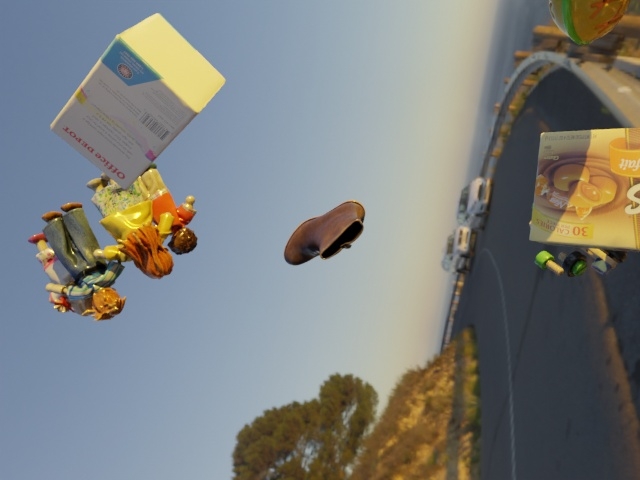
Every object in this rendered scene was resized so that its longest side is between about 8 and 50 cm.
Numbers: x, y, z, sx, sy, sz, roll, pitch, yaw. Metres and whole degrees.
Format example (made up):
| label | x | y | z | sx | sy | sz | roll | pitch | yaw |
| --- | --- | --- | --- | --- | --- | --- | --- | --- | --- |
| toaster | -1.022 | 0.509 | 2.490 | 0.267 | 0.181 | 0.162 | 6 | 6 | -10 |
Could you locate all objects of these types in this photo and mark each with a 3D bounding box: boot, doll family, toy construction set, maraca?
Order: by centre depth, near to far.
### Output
| label | x | y | z | sx | sy | sz | roll | pitch | yaw |
| --- | --- | --- | --- | --- | --- | --- | --- | --- | --- |
| maraca | 0.355 | -0.345 | 0.743 | 0.185 | 0.099 | 0.127 | 33 | -99 | -46 |
| doll family | -0.287 | 0.015 | 0.746 | 0.163 | 0.262 | 0.118 | 58 | -174 | 5 |
| toy construction set | 0.594 | -0.094 | 1.277 | 0.257 | 0.237 | 0.309 | 10 | -66 | -36 |
| boot | 0.000 | 0.000 | 1.307 | 0.248 | 0.090 | 0.207 | -39 | 12 | 14 |

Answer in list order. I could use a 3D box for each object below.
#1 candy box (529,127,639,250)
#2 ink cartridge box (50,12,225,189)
| label | x | y | z | sx | sy | sz | roll | pitch | yaw |
| --- | --- | --- | --- | --- | --- | --- | --- | --- | --- |
| candy box | 0.493 | -0.073 | 0.841 | 0.087 | 0.316 | 0.183 | 6 | -90 | -48 |
| ink cartridge box | -0.181 | -0.129 | 0.547 | 0.143 | 0.092 | 0.090 | -35 | 22 | 30 |
